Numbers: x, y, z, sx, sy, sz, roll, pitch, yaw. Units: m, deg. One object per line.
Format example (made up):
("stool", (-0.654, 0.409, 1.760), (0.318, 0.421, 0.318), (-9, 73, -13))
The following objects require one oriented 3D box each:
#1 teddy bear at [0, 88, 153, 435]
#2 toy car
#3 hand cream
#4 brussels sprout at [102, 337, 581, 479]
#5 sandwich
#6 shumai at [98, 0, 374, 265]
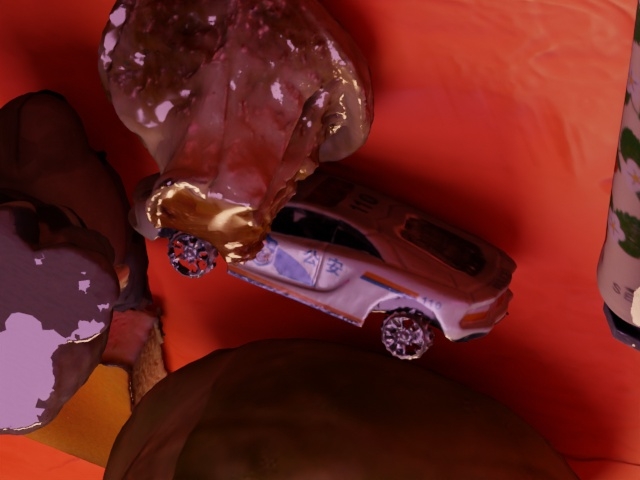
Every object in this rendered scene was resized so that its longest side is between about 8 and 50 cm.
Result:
("teddy bear", (-0.178, -0.002, 0.965), (0.171, 0.251, 0.144), (3, 107, -2))
("toy car", (0.000, 0.000, 0.937), (0.205, 0.095, 0.056), (21, 114, 12))
("hand cream", (0.162, -0.045, 0.780), (0.095, 0.059, 0.276), (17, 144, 11))
("brussels sprout", (0.007, 0.191, 1.081), (0.328, 0.247, 0.328), (19, 146, 14))
("sandwich", (-0.179, 0.085, 1.230), (0.162, 0.058, 0.193), (20, 152, 11))
("shumai", (-0.048, -0.054, 0.857), (0.145, 0.116, 0.145), (21, 149, 13))
